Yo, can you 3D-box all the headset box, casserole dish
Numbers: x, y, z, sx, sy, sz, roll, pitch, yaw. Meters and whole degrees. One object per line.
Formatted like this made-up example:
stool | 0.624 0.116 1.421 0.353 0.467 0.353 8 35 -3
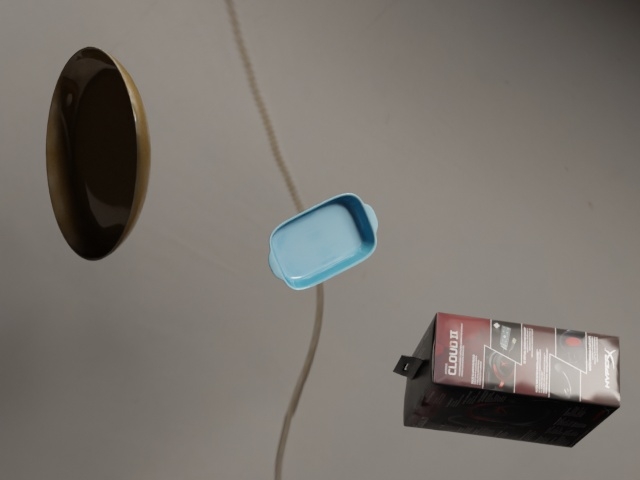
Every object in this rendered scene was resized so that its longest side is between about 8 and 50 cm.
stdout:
headset box | 0.253 0.202 1.718 0.293 0.218 0.110 7 65 -3
casserole dish | 0.000 0.000 1.860 0.188 0.037 0.114 -27 105 -15

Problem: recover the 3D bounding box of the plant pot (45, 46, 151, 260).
plant pot | -0.245 -0.096 1.335 0.032 0.236 0.236 -3 111 -36
